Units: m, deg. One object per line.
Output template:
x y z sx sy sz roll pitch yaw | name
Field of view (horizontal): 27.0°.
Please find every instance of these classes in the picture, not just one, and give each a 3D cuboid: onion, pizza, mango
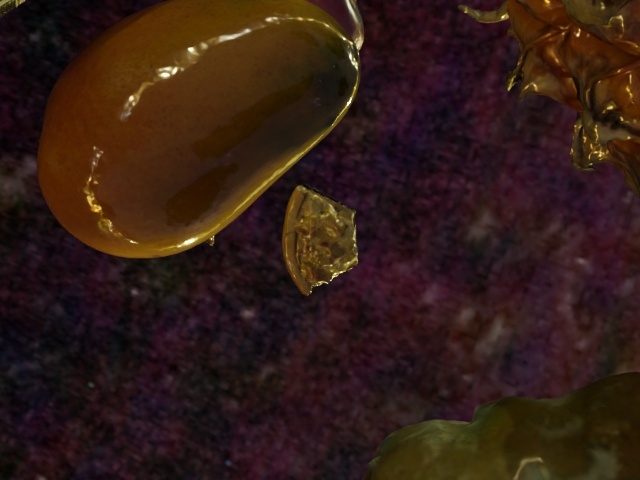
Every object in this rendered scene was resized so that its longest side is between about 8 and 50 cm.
-0.010 -0.309 1.769 0.153 0.177 0.177 -28 130 -13 | onion
0.000 0.000 1.700 0.099 0.036 0.160 -5 125 -4 | pizza
-0.099 -0.098 0.996 0.254 0.175 0.139 -41 167 -15 | mango

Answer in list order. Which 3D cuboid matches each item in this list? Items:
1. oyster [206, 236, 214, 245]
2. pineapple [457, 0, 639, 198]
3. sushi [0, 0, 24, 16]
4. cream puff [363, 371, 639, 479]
-0.123 -0.070 1.379 0.051 0.103 0.148 9 111 -10 | oyster
0.210 -0.043 0.646 0.344 0.209 0.286 -27 91 -57 | pineapple
-0.393 -0.339 1.601 0.210 0.040 0.193 -41 167 -19 | sushi
0.172 0.256 0.785 0.378 0.378 0.275 -48 128 -25 | cream puff
